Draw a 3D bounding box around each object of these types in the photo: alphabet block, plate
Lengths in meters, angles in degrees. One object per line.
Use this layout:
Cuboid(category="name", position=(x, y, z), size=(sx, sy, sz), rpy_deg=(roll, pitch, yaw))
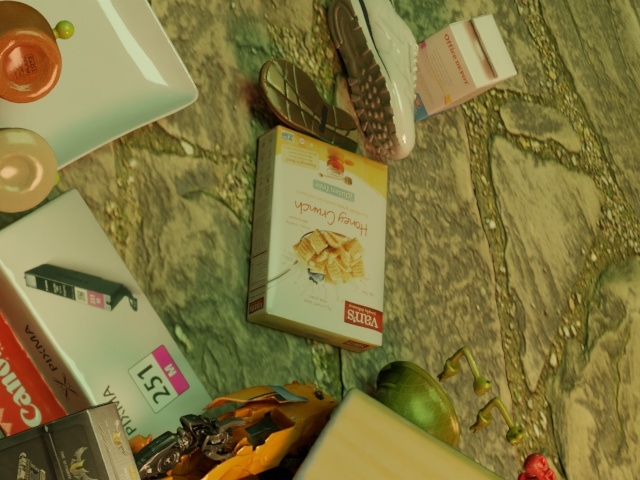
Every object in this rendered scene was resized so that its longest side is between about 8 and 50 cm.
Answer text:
Cuboid(category="alphabet block", position=(0.080, 0.287, 1.428), size=(0.197, 0.193, 0.192), rpy_deg=(31, 87, 16))
Cuboid(category="plate", position=(-0.299, -0.221, 1.497), size=(0.277, 0.045, 0.278), rpy_deg=(-34, 96, -41))

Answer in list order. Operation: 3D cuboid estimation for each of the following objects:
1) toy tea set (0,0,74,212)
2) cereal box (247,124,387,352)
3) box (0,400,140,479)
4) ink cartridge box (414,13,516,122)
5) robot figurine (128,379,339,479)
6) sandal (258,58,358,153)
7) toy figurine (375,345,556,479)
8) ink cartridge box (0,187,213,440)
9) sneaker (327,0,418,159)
Cuboid(category="toy tea set", position=(-0.401, -0.155, 1.332), size=(0.336, 0.124, 0.200), rpy_deg=(13, 104, -27))
Cuboid(category="cereal box", position=(0.000, 0.000, 1.654), size=(0.173, 0.047, 0.240), rpy_deg=(17, 63, -34))
Cuboid(category="box", position=(-0.239, 0.283, 1.260), size=(0.231, 0.183, 0.056), rpy_deg=(70, 18, 6))
Cuboid(category="ink cartridge box", position=(0.180, -0.230, 1.826), size=(0.090, 0.143, 0.092), rpy_deg=(-22, 88, -42))
Cuboid(category="robot figurine", position=(-0.112, 0.242, 1.399), size=(0.291, 0.085, 0.211), rpy_deg=(-12, 125, -46))
Cuboid(category="sandal", position=(-0.021, -0.155, 1.703), size=(0.180, 0.049, 0.072), rpy_deg=(34, 59, -43))
Cuboid(category="toy figurine", position=(0.140, 0.329, 1.558), size=(0.217, 0.191, 0.363), rpy_deg=(-34, 95, -37))
Cuboid(category="ink cartridge box", position=(-0.268, 0.119, 1.384), size=(0.239, 0.060, 0.275), rpy_deg=(-38, 98, -43))
Cuboid(category="sneaker", position=(0.089, -0.219, 1.776), size=(0.094, 0.090, 0.235), rpy_deg=(-10, 80, -32))
